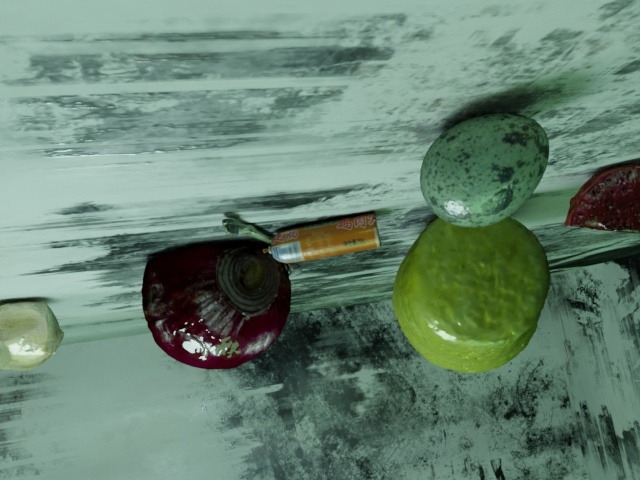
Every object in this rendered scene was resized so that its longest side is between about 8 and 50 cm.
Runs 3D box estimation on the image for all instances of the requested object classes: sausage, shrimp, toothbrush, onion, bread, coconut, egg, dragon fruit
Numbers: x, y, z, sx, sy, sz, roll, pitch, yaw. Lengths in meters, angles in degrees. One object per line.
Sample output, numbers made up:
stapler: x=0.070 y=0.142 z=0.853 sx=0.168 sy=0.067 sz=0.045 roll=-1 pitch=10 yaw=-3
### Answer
sausage: x=0.000 y=0.000 z=1.225 sx=0.234 sy=0.071 sz=0.071 roll=-11 pitch=169 yaw=6
shrimp: x=-0.124 y=0.087 z=1.616 sx=0.165 sy=0.056 sz=0.065 roll=-13 pitch=-171 yaw=-37
toothbrush: x=-0.127 y=-0.014 z=1.180 sx=0.026 sy=0.028 sz=0.294 roll=-10 pitch=174 yaw=12
onion: x=-0.205 y=0.144 z=1.339 sx=0.282 sy=0.260 sz=0.337 roll=-24 pitch=161 yaw=38
bread: x=0.332 y=0.111 z=1.362 sx=0.349 sy=0.347 sz=0.308 roll=-10 pitch=166 yaw=3
coconut: x=-0.749 y=0.237 z=1.572 sx=0.195 sy=0.194 sz=0.194 roll=-9 pitch=169 yaw=-2
egg: x=0.202 y=-0.089 z=0.769 sx=0.132 sy=0.132 sz=0.172 roll=1 pitch=155 yaw=-43
dragon fruit: x=0.599 y=-0.081 z=1.202 sx=0.262 sy=0.134 sz=0.211 roll=5 pitch=-177 yaw=7

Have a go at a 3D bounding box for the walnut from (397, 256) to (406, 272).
walnut: x=0.334 y=0.113 z=1.786 sx=0.245 sy=0.198 sz=0.198 roll=-2 pitch=172 yaw=17
